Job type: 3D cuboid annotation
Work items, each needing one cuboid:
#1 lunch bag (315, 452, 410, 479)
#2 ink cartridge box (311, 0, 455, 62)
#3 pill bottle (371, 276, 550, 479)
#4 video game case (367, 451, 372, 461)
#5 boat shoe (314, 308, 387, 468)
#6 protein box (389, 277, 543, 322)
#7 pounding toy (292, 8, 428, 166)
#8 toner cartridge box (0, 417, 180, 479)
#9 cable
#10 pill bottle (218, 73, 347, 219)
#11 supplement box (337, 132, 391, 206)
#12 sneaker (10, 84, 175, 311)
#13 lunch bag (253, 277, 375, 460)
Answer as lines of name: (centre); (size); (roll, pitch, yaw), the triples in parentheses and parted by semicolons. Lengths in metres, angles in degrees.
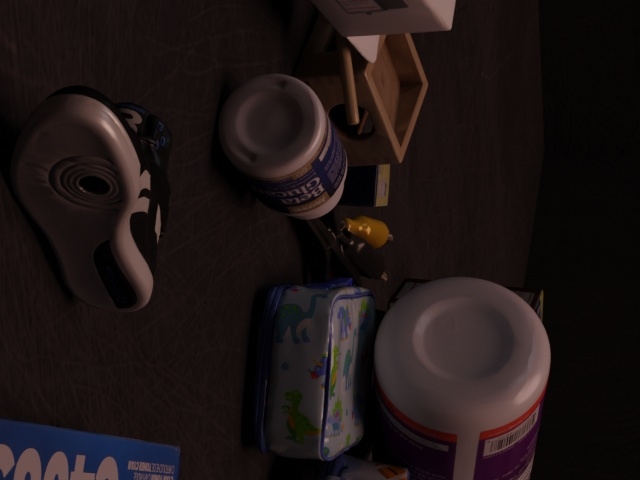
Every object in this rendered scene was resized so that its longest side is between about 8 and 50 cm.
lunch bag: (0.008, 0.387, 1.702); (0.243, 0.115, 0.303); (109, -2, -52)
ink cartridge box: (0.043, -0.320, 1.479); (0.353, 0.119, 0.207); (40, 54, -58)
pill bottle: (0.146, 0.195, 1.785); (0.323, 0.181, 0.181); (89, 12, -54)
video game case: (0.129, 0.350, 2.048); (0.042, 0.210, 0.232); (-55, 146, -66)
boat shoe: (0.049, 0.161, 1.916); (0.233, 0.084, 0.079); (-68, 159, -43)
protein box: (0.205, 0.172, 2.330); (0.136, 0.201, 0.199); (-45, 138, -70)
pounding toy: (0.019, -0.173, 1.673); (0.206, 0.094, 0.181); (65, 33, -40)
toner cartridge box: (-0.175, 0.190, 0.974); (0.348, 0.075, 0.165); (37, 60, -75)
cable: (0.000, 0.000, 1.770); (0.139, 0.072, 0.287); (-56, 147, -8)
pill bottle: (-0.027, -0.076, 1.477); (0.169, 0.094, 0.094); (55, 41, -70)
supplement box: (0.046, -0.081, 1.875); (0.083, 0.056, 0.083); (-8, 102, -77)
sneaker: (-0.141, -0.058, 1.056); (0.217, 0.079, 0.121); (90, 8, -57)
lunch bag: (-0.004, 0.125, 1.661); (0.219, 0.090, 0.176); (-3, 98, -77)
